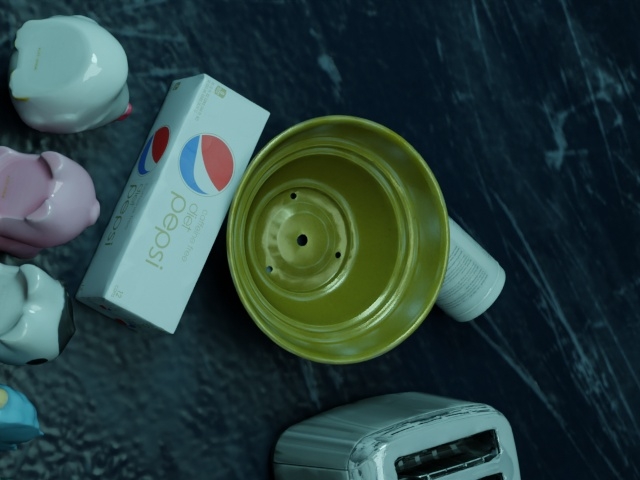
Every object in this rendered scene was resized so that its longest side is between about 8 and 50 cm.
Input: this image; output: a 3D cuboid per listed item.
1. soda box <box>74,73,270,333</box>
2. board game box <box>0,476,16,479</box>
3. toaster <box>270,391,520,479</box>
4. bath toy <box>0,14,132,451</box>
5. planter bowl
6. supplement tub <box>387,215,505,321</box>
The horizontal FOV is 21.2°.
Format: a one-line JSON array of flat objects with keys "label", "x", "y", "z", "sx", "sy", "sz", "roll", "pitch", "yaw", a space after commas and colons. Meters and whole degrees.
[{"label": "soda box", "x": -0.126, "y": -0.031, "z": 1.468, "sx": 0.074, "sy": 0.069, "sz": 0.216, "roll": 30, "pitch": 73, "yaw": -27}, {"label": "board game box", "x": -0.202, "y": 0.253, "z": 1.352, "sx": 0.126, "sy": 0.186, "sz": 0.026, "roll": 18, "pitch": 107, "yaw": -29}, {"label": "toaster", "x": 0.078, "y": 0.209, "z": 1.537, "sx": 0.227, "sy": 0.146, "sz": 0.129, "roll": -11, "pitch": 95, "yaw": -31}, {"label": "bath toy", "x": -0.236, "y": -0.009, "z": 1.372, "sx": 0.129, "sy": 0.151, "sz": 0.348, "roll": 44, "pitch": 59, "yaw": -64}, {"label": "planter bowl", "x": 0.000, "y": 0.000, "z": 1.525, "sx": 0.217, "sy": 0.090, "sz": 0.217, "roll": 0, "pitch": 89, "yaw": -26}, {"label": "supplement tub", "x": 0.114, "y": 0.019, "z": 1.607, "sx": 0.107, "sy": 0.071, "sz": 0.071, "roll": 43, "pitch": 69, "yaw": -22}]
